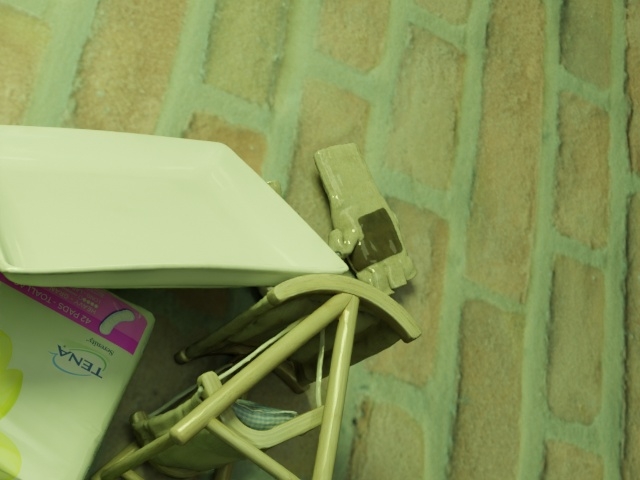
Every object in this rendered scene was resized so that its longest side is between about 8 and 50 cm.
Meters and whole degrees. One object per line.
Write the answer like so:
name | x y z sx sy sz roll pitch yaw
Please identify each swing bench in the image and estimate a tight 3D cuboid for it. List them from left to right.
swing bench | -0.068 0.164 1.082 0.165 0.253 0.254 38 55 -11

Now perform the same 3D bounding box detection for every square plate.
square plate | -0.196 -0.033 1.119 0.347 0.049 0.344 2 25 -30

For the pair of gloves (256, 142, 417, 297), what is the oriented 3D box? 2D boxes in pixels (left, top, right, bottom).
pair of gloves | 0.000 0.000 1.329 0.240 0.042 0.204 -27 87 -34

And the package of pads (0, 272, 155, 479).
package of pads | -0.335 0.111 1.044 0.297 0.101 0.229 30 56 -15
